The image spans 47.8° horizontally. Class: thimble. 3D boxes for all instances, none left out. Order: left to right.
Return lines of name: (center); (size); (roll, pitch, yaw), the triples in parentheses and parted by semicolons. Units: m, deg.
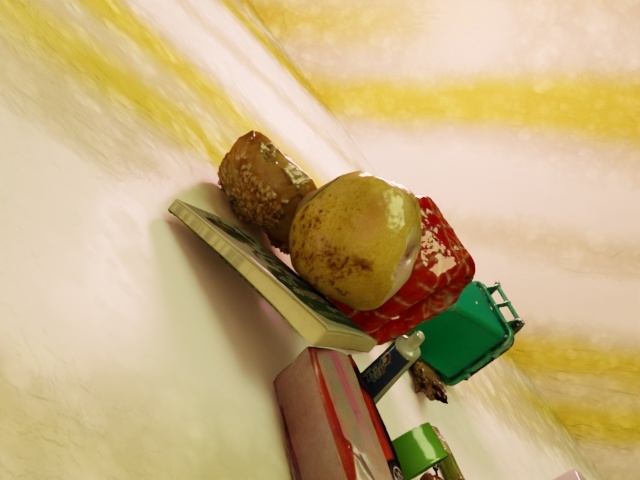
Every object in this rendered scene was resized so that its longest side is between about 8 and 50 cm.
thimble: (0.159, 0.078, 1.634); (0.231, 0.350, 0.350); (59, 16, 18)

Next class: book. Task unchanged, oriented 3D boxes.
book: (-0.079, 0.063, 1.274); (0.371, 0.043, 0.260); (39, 6, 24)

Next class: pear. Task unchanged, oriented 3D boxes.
pear: (0.073, -0.003, 1.363); (0.271, 0.271, 0.271); (48, 16, -19)

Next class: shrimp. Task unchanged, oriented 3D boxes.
shrimp: (0.259, 0.358, 1.832); (0.117, 0.066, 0.262); (38, 2, -3)

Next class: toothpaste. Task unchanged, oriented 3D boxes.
toothpaste: (0.094, 0.241, 1.237); (0.069, 0.268, 0.047); (43, 34, 10)

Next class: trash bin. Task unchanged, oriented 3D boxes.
trash bin: (0.351, 0.207, 2.034); (0.381, 0.295, 0.259); (32, 25, -40)

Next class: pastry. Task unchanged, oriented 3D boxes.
pastry: (-0.100, -0.088, 1.536); (0.255, 0.162, 0.311); (38, -6, 34)

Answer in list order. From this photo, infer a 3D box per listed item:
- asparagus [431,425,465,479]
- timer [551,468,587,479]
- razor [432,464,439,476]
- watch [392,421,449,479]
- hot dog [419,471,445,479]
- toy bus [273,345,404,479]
asparagus: (0.285, 0.493, 1.651); (0.045, 0.041, 0.178); (50, 13, -46)
timer: (0.676, 0.768, 1.921); (0.195, 0.194, 0.192); (47, 17, -20)
razor: (0.282, 0.545, 1.554); (0.154, 0.028, 0.044); (53, 11, 1)
watch: (0.148, 0.382, 1.283); (0.131, 0.152, 0.165); (57, 17, 23)
hot dog: (0.244, 0.522, 1.424); (0.099, 0.065, 0.147); (36, 24, -26)
toy bus: (0.028, 0.315, 1.123); (0.147, 0.127, 0.303); (32, 27, -40)
